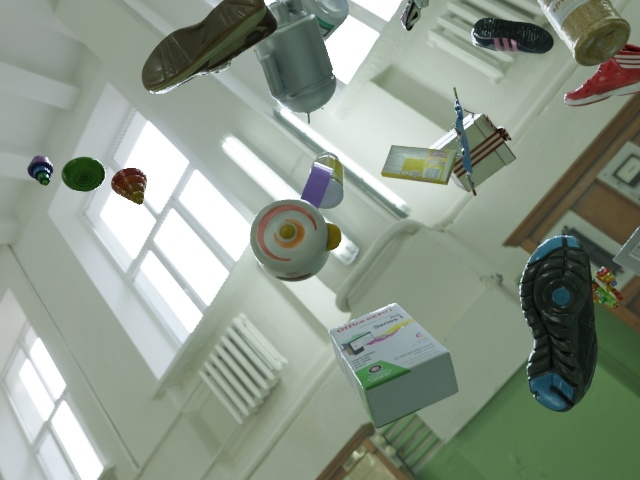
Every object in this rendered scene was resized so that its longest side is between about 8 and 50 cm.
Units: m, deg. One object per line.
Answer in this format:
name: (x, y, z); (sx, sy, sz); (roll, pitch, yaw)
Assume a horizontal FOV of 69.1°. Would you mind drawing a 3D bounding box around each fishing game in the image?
fishing game: (0.357, -0.252, 1.185); (0.041, 0.263, 0.189); (-11, -19, 22)

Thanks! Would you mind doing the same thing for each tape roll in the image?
tape roll: (-0.033, -0.198, 2.030); (0.275, 0.090, 0.274); (-159, 90, -88)

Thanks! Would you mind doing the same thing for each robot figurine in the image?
robot figurine: (-0.071, -0.542, 1.414); (0.300, 0.200, 0.353); (-46, -54, -37)

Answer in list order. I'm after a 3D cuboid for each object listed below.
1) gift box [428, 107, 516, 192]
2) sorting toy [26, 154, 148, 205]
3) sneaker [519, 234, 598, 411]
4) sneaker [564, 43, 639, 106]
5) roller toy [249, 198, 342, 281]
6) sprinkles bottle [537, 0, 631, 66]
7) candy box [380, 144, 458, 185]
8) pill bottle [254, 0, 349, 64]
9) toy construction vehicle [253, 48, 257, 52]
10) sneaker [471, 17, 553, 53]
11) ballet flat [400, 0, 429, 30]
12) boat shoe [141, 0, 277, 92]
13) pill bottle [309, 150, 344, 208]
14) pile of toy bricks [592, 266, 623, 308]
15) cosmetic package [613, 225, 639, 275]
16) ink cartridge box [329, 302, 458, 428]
gift box: (0.612, -0.382, 1.889); (0.258, 0.276, 0.255); (-37, 14, 11)
sorting toy: (-0.698, -0.171, 1.447); (0.366, 0.126, 0.127); (8, -56, -47)
sneaker: (0.488, 0.160, 0.940); (0.140, 0.125, 0.340); (3, -90, -42)
sneaker: (0.711, -0.423, 1.166); (0.087, 0.221, 0.128); (-36, -72, -27)
roller toy: (-0.072, 0.001, 1.149); (0.191, 0.209, 0.146); (-50, -15, -12)
sprinkles bottle: (0.608, -0.580, 1.126); (0.121, 0.355, 0.121); (-6, -32, -4)
candy box: (0.286, -0.223, 1.359); (0.027, 0.206, 0.105); (45, -116, -53)
pill bottle: (-0.081, -0.778, 1.706); (0.204, 0.204, 0.361); (-21, -4, -42)
toy construction vehicle: (-0.225, -0.649, 1.475); (0.086, 0.035, 0.098); (-13, -52, -40)
sneaker: (0.782, -0.825, 1.910); (0.131, 0.319, 0.112); (35, -105, -80)
ballet flat: (0.351, -0.854, 1.686); (0.077, 0.079, 0.221); (-15, -16, -14)
boat shoe: (-0.252, -0.432, 1.071); (0.342, 0.123, 0.123); (-31, -24, 13)
pill bottle: (0.034, -0.336, 2.506); (0.188, 0.333, 0.187); (2, -49, 2)
pile of toy bricks: (0.884, 0.168, 1.445); (0.118, 0.105, 0.212); (-41, -35, 11)
cosmetic package: (0.970, 0.065, 1.317); (0.238, 0.107, 0.127); (23, -74, -29)
ink cartridge box: (0.158, 0.279, 1.099); (0.202, 0.278, 0.117); (-21, -71, -9)
